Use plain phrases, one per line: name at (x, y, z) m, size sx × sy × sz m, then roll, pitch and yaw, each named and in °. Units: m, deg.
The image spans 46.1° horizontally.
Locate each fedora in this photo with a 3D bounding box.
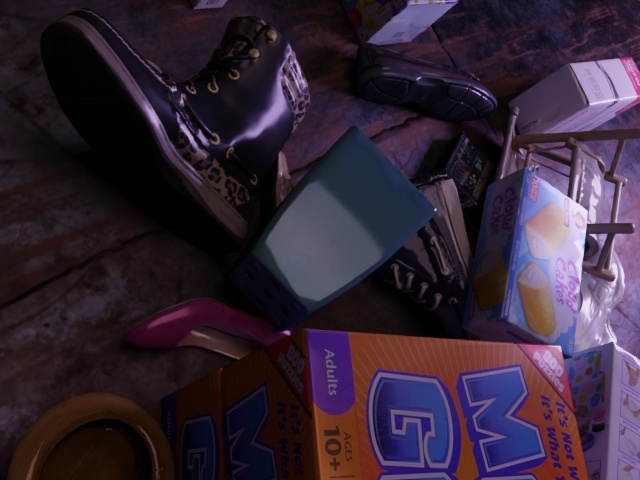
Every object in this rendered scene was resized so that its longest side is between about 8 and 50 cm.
fedora at (-0.259, 0.267, 0.835) m, size 0.194 × 0.079 × 0.194 m, roll 20°, pitch 55°, yaw -31°

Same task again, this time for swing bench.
swing bench at (0.445, -0.090, 1.402) m, size 0.254 × 0.165 × 0.253 m, roll 12°, pitch 56°, yaw 15°

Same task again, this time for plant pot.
plant pot at (0.000, 0.000, 1.022) m, size 0.165 × 0.165 × 0.234 m, roll 46°, pitch 59°, yaw -1°

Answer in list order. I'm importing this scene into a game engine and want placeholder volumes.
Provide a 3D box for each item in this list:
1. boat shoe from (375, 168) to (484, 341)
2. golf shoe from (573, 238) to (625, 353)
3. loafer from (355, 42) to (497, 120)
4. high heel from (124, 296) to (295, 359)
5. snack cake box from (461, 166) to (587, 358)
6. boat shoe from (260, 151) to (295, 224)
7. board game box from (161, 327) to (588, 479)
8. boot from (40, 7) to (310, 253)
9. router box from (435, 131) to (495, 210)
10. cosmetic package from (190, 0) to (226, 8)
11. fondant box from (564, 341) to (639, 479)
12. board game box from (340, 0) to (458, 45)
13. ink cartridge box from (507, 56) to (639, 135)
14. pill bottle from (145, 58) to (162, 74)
boat shoe at (0.166, 0.064, 1.210) m, size 0.158 × 0.127 × 0.341 m, roll -14°, pitch 81°, yaw -16°
golf shoe at (0.480, 0.109, 1.396) m, size 0.140 × 0.115 × 0.306 m, roll 30°, pitch 55°, yaw -17°
loafer at (0.198, -0.297, 1.384) m, size 0.302 × 0.109 × 0.095 m, roll 6°, pitch 62°, yaw -29°
high heel at (-0.132, 0.138, 0.980) m, size 0.244 × 0.082 × 0.117 m, roll -4°, pitch 64°, yaw -48°
snack cake box at (0.323, 0.041, 1.168) m, size 0.152 × 0.089 × 0.265 m, roll 28°, pitch 61°, yaw -22°
boat shoe at (-0.062, -0.073, 1.143) m, size 0.045 × 0.050 × 0.136 m, roll 14°, pitch 69°, yaw -38°
board game box at (0.053, 0.323, 0.849) m, size 0.356 × 0.356 × 0.357 m, roll 8°, pitch 65°, yaw -32°
boot at (-0.163, -0.199, 0.996) m, size 0.377 × 0.138 × 0.284 m, roll 53°, pitch 52°, yaw -35°
router box at (0.265, -0.129, 1.396) m, size 0.092 × 0.038 × 0.122 m, roll 41°, pitch 53°, yaw -12°
cosmetic package at (-0.195, -0.433, 1.209) m, size 0.060 × 0.041 × 0.115 m, roll -21°, pitch 82°, yaw -38°
fondant box at (0.365, 0.341, 1.131) m, size 0.096 × 0.238 × 0.330 m, roll 29°, pitch 56°, yaw -21°
board game box at (0.110, -0.521, 1.393) m, size 0.144 × 0.142 × 0.275 m, roll -18°, pitch 81°, yaw -38°
ink cartridge box at (0.537, -0.293, 1.568) m, size 0.237 × 0.172 × 0.100 m, roll -14°, pitch 78°, yaw -38°
pill bottle at (-0.262, -0.191, 1.042) m, size 0.065 × 0.065 × 0.116 m, roll 26°, pitch 57°, yaw -23°
